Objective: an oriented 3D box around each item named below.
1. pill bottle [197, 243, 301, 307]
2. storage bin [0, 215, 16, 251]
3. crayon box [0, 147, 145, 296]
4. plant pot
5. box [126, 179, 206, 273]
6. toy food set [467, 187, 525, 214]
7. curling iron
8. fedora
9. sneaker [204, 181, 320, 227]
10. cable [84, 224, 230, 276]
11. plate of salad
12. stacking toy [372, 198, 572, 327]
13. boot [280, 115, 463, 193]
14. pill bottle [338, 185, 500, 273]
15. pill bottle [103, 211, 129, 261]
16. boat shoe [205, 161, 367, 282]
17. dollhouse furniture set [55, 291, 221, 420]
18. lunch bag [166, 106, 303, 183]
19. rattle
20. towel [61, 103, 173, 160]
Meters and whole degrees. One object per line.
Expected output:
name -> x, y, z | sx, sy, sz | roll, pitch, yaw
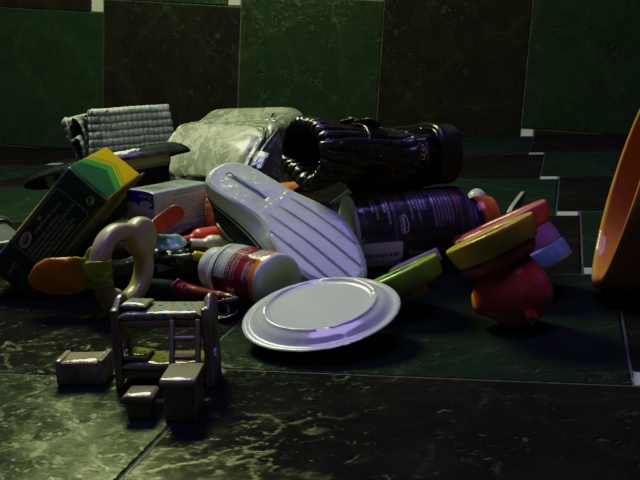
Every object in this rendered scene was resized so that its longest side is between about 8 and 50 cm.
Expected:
pill bottle -> -0.105, 0.050, 1.454 | 0.086, 0.086, 0.152 | -12, 15, -40
storage bin -> -0.570, 0.011, 1.744 | 0.135, 0.098, 0.091 | -13, 26, -42
crayon box -> -0.409, -0.043, 1.691 | 0.083, 0.203, 0.323 | 40, 9, -7
plant pot -> 0.515, -0.046, 1.408 | 0.203, 0.291, 0.291 | 17, 14, 7
box -> -0.255, -0.026, 1.725 | 0.072, 0.137, 0.126 | 8, 16, 38
toy food set -> 0.219, -0.062, 1.922 | 0.306, 0.092, 0.220 | 2, 12, 17
curling iron -> -0.207, 0.076, 1.475 | 0.068, 0.035, 0.274 | -11, 15, -35
fedora -> -0.395, -0.086, 1.968 | 0.334, 0.152, 0.334 | -13, 4, 1
sneaker -> -0.083, -0.050, 1.836 | 0.180, 0.124, 0.321 | 3, 7, 9
cable -> -0.239, 0.005, 1.612 | 0.287, 0.072, 0.139 | 6, 33, -36
plate of salad -> 0.002, 0.097, 1.275 | 0.200, 0.048, 0.200 | -8, 22, 3
stacking toy -> 0.209, 0.062, 1.415 | 0.279, 0.130, 0.309 | -26, -1, 23
boot -> 0.047, -0.132, 1.703 | 0.260, 0.131, 0.348 | -5, -6, -22
pill bottle -> 0.161, -0.020, 1.634 | 0.246, 0.130, 0.130 | -5, 12, -13
pill bottle -> -0.334, -0.010, 1.812 | 0.078, 0.078, 0.137 | -1, 11, 5
boat shoe -> -0.049, 0.000, 1.565 | 0.121, 0.119, 0.335 | -31, 51, -25
dollhouse furniture set -> -0.210, 0.119, 1.096 | 0.182, 0.101, 0.161 | -2, 12, 4
lunch bag -> -0.189, -0.159, 2.238 | 0.305, 0.212, 0.256 | 4, 30, 33
rattle -> -0.302, 0.019, 1.498 | 0.143, 0.130, 0.199 | -16, 31, 36
towel -> -0.449, -0.187, 2.322 | 0.121, 0.235, 0.284 | 1, 11, 32
